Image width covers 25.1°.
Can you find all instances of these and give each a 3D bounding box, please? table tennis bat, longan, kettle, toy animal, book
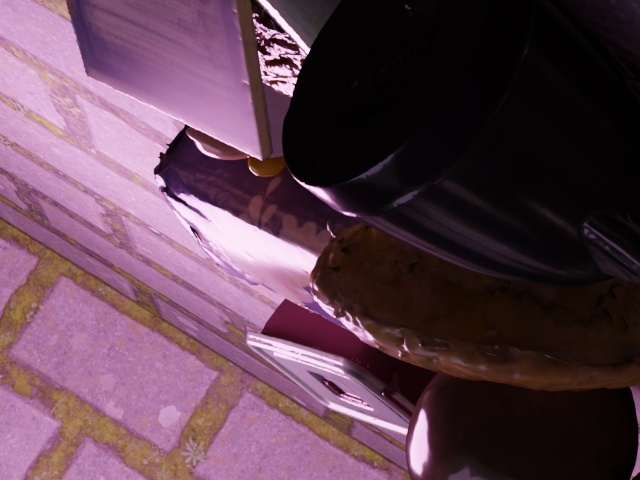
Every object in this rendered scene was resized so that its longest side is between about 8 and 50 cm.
[{"bbox_3d":[-0.075,-0.151,1.443,0.087,0.013,0.156,-33,102,32],"label":"table tennis bat"},{"bbox_3d":[0.224,0.212,1.598,0.258,0.258,0.258,31,166,9],"label":"longan"},{"bbox_3d":[0.126,-0.062,1.030,0.271,0.207,0.251,32,161,-28],"label":"kettle"},{"bbox_3d":[-0.075,-0.127,1.506,0.114,0.091,0.082,18,135,8],"label":"toy animal"},{"bbox_3d":[-0.150,-0.225,1.247,0.228,0.018,0.322,27,147,26],"label":"book"}]

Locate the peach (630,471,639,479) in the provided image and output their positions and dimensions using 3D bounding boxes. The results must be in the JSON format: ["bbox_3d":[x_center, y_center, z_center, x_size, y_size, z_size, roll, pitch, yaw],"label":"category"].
[{"bbox_3d":[0.484,0.384,1.497,0.416,0.339,0.353,39,-158,-24],"label":"peach"}]

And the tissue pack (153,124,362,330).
[{"bbox_3d":[0.000,0.000,1.642,0.344,0.125,0.242,24,161,29],"label":"tissue pack"}]

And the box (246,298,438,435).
[{"bbox_3d":[0.066,0.130,1.853,0.193,0.167,0.294,43,163,-29],"label":"box"}]

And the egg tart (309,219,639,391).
[{"bbox_3d":[0.155,0.019,1.216,0.341,0.132,0.341,8,-163,-2],"label":"egg tart"}]

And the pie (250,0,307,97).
[{"bbox_3d":[-0.051,-0.190,1.283,0.195,0.046,0.195,32,167,8],"label":"pie"}]

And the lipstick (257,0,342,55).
[{"bbox_3d":[-0.002,-0.187,1.124,0.076,0.076,0.304,16,159,50],"label":"lipstick"}]
